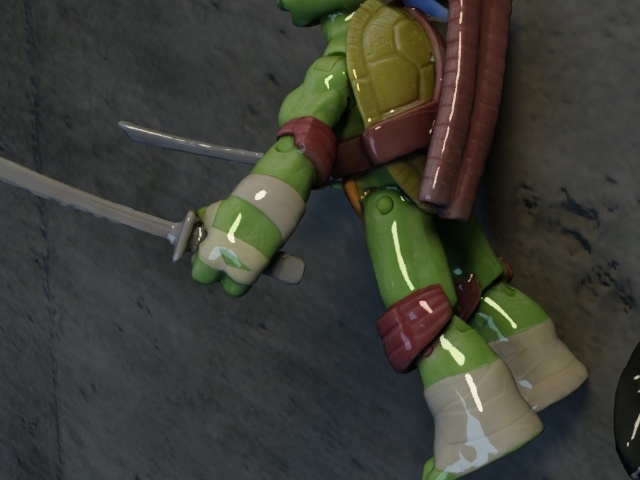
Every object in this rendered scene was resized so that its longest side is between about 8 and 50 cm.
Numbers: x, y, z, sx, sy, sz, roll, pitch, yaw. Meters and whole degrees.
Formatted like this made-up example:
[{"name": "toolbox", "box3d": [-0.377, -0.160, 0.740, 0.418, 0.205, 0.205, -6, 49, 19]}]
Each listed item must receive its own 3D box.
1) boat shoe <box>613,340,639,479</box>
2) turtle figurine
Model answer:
[{"name": "boat shoe", "box3d": [0.283, 0.125, 0.553, 0.340, 0.127, 0.158, 23, 165, 19]}, {"name": "turtle figurine", "box3d": [0.000, 0.000, 0.732, 0.266, 0.274, 0.198, 60, 174, 3]}]
